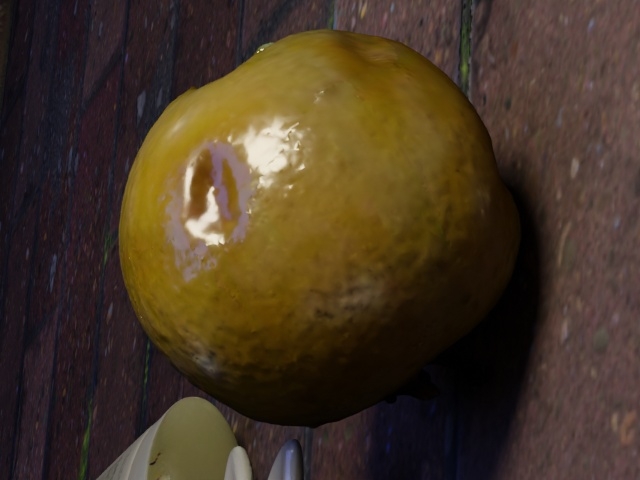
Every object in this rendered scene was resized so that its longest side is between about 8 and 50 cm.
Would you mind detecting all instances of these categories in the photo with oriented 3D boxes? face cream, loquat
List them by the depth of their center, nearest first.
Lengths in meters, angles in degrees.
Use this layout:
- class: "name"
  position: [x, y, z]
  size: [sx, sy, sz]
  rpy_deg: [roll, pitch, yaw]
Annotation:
- class: "loquat"
  position: [-0.003, 0.001, 0.936]
  size: [0.213, 0.213, 0.213]
  rpy_deg: [-171, 90, -73]
- class: "face cream"
  position: [-0.136, 0.237, 1.434]
  size: [0.348, 0.081, 0.173]
  rpy_deg: [134, 141, -62]

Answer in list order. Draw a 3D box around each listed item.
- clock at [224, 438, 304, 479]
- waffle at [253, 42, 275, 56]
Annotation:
- class: "clock"
  position: [-0.035, 0.278, 1.050]
  size: [0.265, 0.109, 0.324]
  rpy_deg: [157, 121, -72]
- class: "waffle"
  position: [-0.049, -0.028, 1.332]
  size: [0.214, 0.054, 0.207]
  rpy_deg: [-104, 24, -64]
